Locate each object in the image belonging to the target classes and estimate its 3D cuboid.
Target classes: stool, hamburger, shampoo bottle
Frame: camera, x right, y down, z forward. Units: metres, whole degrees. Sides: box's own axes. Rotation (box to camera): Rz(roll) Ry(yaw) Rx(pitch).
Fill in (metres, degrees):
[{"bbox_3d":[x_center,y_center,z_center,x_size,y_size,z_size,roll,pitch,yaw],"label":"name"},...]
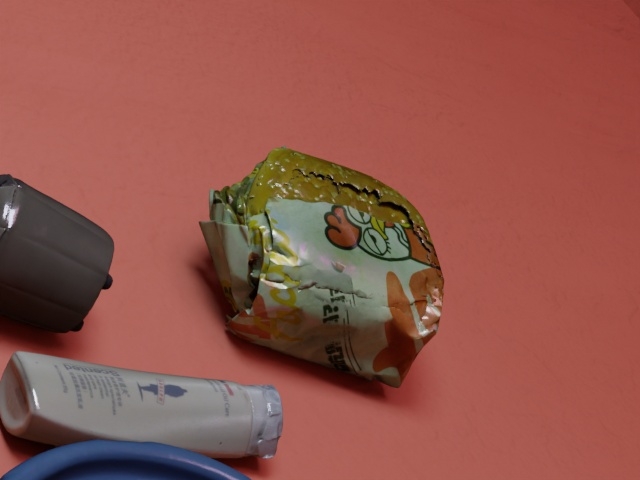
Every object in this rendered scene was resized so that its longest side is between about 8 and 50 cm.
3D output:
[{"bbox_3d":[-0.207,0.012,1.024,0.110,0.096,0.096,27,29,-26],"label":"stool"},{"bbox_3d":[-0.001,-0.002,1.230,0.214,0.125,0.235,32,41,-27],"label":"hamburger"},{"bbox_3d":[-0.120,0.117,1.002,0.212,0.049,0.072,10,34,-40],"label":"shampoo bottle"}]

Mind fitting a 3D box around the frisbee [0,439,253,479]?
[{"bbox_3d":[-0.087,0.241,0.848,0.289,0.049,0.289,24,33,-16],"label":"frisbee"}]
